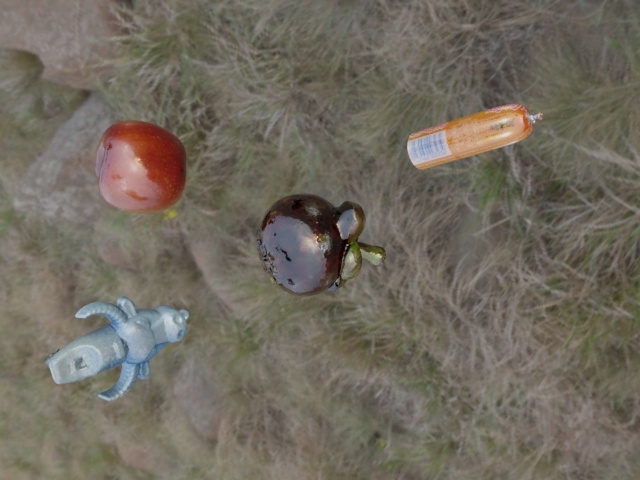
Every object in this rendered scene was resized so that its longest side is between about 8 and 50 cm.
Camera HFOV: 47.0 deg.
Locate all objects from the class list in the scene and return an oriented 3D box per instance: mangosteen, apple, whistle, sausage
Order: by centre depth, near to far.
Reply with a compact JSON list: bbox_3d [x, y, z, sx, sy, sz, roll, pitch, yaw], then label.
[{"bbox_3d":[-0.010,0.000,1.157,0.173,0.183,0.172,62,-174,-10],"label":"mangosteen"},{"bbox_3d":[-0.353,0.181,1.316,0.093,0.269,0.180,13,120,47],"label":"whistle"},{"bbox_3d":[-0.339,-0.138,1.396,0.168,0.181,0.181,9,147,-19],"label":"apple"},{"bbox_3d":[0.350,-0.241,1.663,0.312,0.093,0.093,-14,111,38],"label":"sausage"}]
